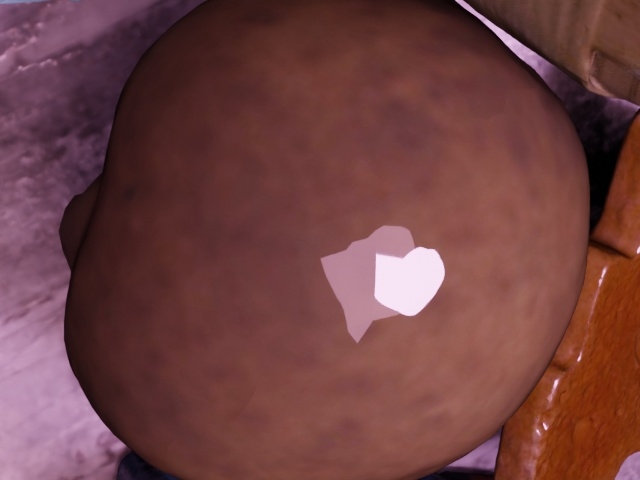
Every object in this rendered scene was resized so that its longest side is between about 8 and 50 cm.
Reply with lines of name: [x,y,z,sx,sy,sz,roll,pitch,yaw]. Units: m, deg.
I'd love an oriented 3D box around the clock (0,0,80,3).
clock: [-0.193,-0.172,0.842,0.147,0.045,0.108,-12,114,-13]

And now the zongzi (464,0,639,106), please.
zongzi: [0.116,-0.234,0.902,0.447,0.418,0.181,41,105,12]

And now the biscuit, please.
biscuit: [0.187,0.054,0.981,0.301,0.043,0.278,-50,144,-19]

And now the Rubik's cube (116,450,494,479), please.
Rubik's cube: [0.047,0.341,0.940,0.362,0.363,0.359,10,96,-16]

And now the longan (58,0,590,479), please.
longan: [0.002,0.004,0.849,0.297,0.297,0.297,-7,114,-15]
